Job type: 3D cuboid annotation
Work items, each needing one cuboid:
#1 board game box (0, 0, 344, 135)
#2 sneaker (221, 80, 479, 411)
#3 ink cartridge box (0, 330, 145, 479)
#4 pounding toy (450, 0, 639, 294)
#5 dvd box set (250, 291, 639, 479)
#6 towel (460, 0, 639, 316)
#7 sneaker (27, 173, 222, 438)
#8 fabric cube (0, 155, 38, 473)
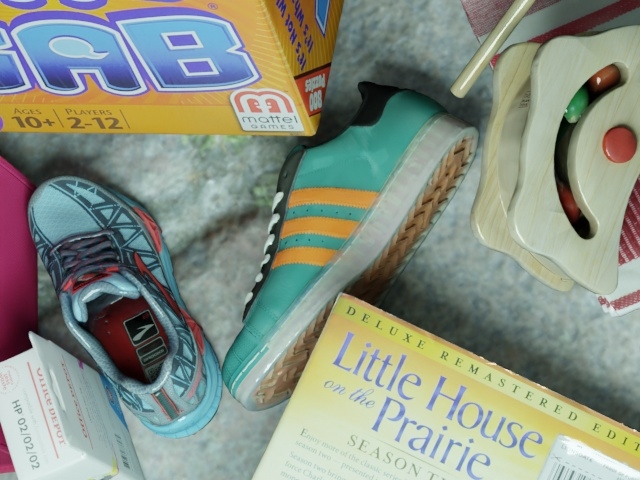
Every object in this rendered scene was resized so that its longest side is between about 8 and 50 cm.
[{"bbox_3d":[-0.182,-0.330,1.580,0.356,0.356,0.356,2,59,16],"label":"board game box"},{"bbox_3d":[0.000,0.000,1.604,0.121,0.108,0.302,32,75,23],"label":"sneaker"},{"bbox_3d":[-0.210,0.149,1.566,0.061,0.181,0.104,-24,68,6],"label":"ink cartridge box"},{"bbox_3d":[0.201,-0.094,1.547,0.154,0.155,0.269,11,87,-22],"label":"pounding toy"},{"bbox_3d":[0.061,0.290,1.471,0.307,0.062,0.420,25,80,4],"label":"dvd box set"},{"bbox_3d":[0.279,-0.122,1.602,0.237,0.037,0.329,-24,70,4],"label":"towel"},{"bbox_3d":[-0.170,0.037,1.621,0.104,0.125,0.262,-36,67,1],"label":"sneaker"},{"bbox_3d":[-0.392,0.053,1.604,0.254,0.259,0.258,-6,72,12],"label":"fabric cube"}]
